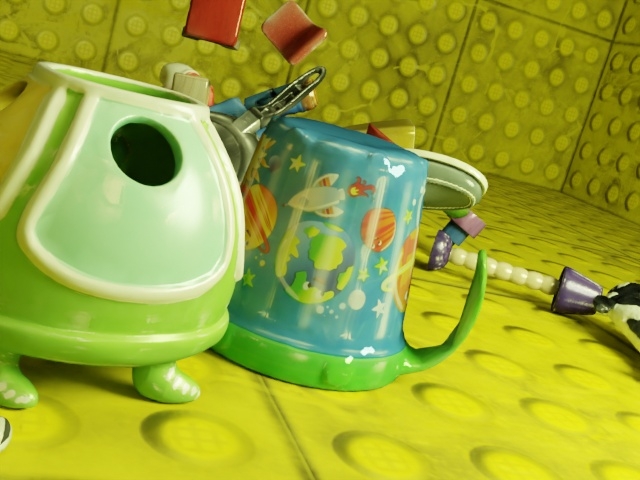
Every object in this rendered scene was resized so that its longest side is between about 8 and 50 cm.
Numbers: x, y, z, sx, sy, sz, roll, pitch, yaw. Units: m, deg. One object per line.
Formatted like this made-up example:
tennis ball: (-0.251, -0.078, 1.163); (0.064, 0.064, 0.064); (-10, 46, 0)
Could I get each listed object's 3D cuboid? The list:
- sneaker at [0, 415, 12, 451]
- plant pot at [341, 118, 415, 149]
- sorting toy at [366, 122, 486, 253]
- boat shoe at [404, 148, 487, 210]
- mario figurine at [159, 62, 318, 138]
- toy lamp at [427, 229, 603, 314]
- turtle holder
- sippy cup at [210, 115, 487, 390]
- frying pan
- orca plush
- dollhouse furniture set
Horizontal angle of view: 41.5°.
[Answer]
sneaker: (-0.219, 0.113, 0.506); (0.031, 0.037, 0.083); (21, 11, 30)
plant pot: (0.069, -0.114, 1.552); (0.187, 0.212, 0.212); (2, 12, 3)
sorting toy: (0.149, -0.053, 1.386); (0.127, 0.126, 0.365); (46, 8, 38)
boat shoe: (0.070, -0.063, 1.185); (0.319, 0.099, 0.116); (7, -29, 17)
mario figurine: (-0.159, -0.172, 1.324); (0.320, 0.170, 0.198); (-5, 49, 4)
toy lamp: (0.312, 0.057, 1.362); (0.274, 0.080, 0.080); (16, 12, 12)
turtle holder: (-0.213, -0.023, 0.671); (0.320, 0.228, 0.243); (15, 13, -8)
sippy cup: (0.000, 0.000, 0.853); (0.305, 0.224, 0.240); (9, 14, -29)
frying pan: (-0.111, -0.124, 1.186); (0.326, 0.197, 0.053); (-22, -21, -4)
orca plush: (0.476, 0.104, 1.199); (0.151, 0.102, 0.287); (39, 16, 10)
dollhouse furniture set: (-0.095, -0.146, 1.044); (0.201, 0.374, 0.152); (13, 8, -8)
